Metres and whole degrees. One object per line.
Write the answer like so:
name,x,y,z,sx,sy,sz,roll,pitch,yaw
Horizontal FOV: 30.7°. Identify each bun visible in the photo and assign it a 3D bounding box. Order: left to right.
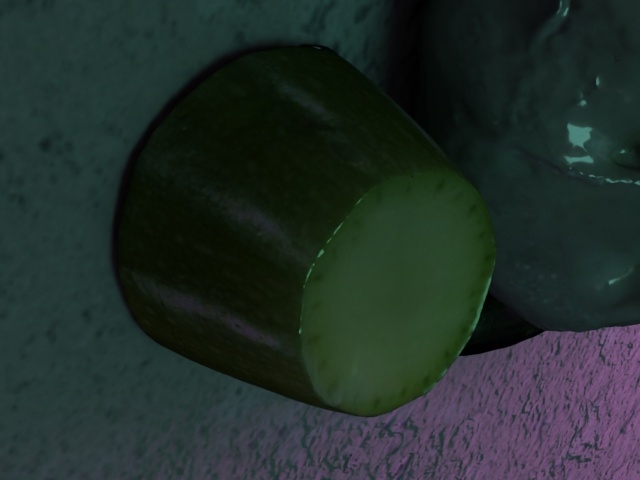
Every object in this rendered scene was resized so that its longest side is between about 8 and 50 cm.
bun,0.212,-0.100,0.642,0.354,0.194,0.354,-24,128,-34

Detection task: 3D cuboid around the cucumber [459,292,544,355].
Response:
cucumber,0.148,0.035,0.767,0.284,0.056,0.056,-10,120,-40

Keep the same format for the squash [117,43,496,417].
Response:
squash,0.000,0.000,0.543,0.170,0.123,0.170,-19,122,-34
